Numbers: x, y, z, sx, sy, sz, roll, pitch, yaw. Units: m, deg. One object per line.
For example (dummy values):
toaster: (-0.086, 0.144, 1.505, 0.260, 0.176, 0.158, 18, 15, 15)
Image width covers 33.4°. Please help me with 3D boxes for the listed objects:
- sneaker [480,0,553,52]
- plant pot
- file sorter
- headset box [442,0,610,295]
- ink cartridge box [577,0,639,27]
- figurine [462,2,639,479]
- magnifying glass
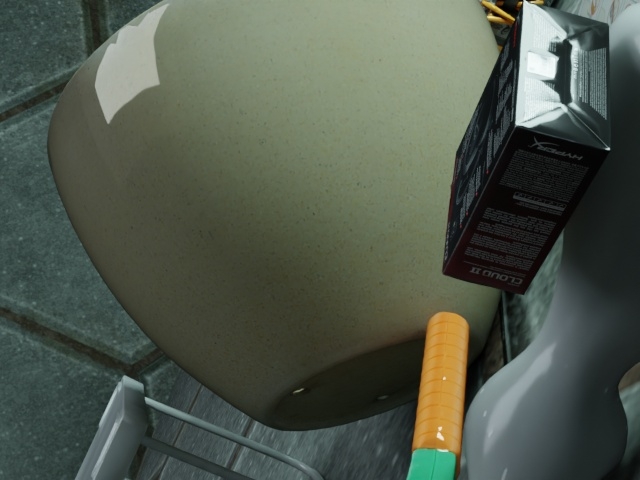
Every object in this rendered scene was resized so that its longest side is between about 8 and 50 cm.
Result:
sneaker: (0.142, -0.181, 0.813, 0.083, 0.084, 0.214, -83, 11, -57)
plant pot: (0.000, 0.000, 0.630, 0.284, 0.284, 0.191, -54, 49, 52)
file sorter: (-0.122, 0.268, 0.757, 0.277, 0.173, 0.193, -65, 9, -4)
headset box: (0.067, -0.027, 0.361, 0.083, 0.032, 0.062, 106, 177, -49)
ink cartridge box: (0.194, -0.160, 0.568, 0.189, 0.066, 0.232, -86, 2, -69)
figurine: (0.103, 0.043, 0.338, 0.215, 0.092, 0.209, -85, 18, -71)
magnifying glass: (0.045, 0.113, 0.444, 0.231, 0.026, 0.092, -71, -19, -53)
